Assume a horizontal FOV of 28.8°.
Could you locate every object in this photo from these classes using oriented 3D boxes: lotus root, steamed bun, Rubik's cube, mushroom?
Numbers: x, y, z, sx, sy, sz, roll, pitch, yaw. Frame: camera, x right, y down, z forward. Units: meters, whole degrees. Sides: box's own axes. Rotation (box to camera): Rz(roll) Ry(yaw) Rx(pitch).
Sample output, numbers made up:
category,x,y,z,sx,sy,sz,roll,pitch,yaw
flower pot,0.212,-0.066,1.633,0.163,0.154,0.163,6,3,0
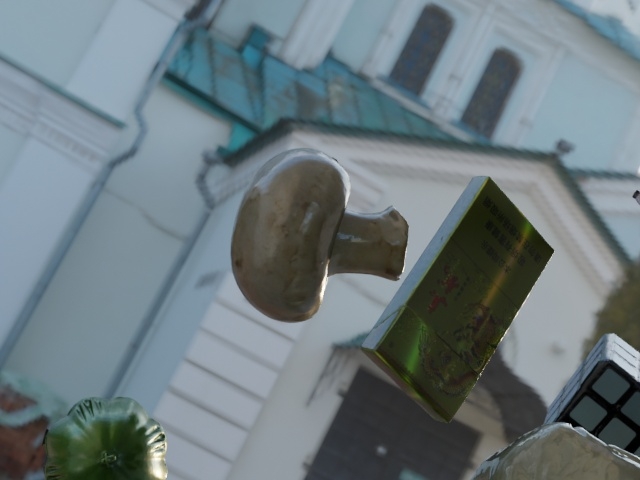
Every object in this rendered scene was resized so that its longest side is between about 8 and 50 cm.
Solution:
category,x,y,z,sx,sy,sz,roll,pitch,yaw
lotus root,-0.295,0.300,1.712,0.186,0.186,0.186,26,-12,6
steamed bun,0.314,0.395,1.458,0.343,0.255,0.367,16,-32,4
Rubik's cube,0.425,0.253,1.788,0.163,0.162,0.160,38,18,6
mushroom,0.000,0.000,2.070,0.290,0.297,0.297,12,-13,2

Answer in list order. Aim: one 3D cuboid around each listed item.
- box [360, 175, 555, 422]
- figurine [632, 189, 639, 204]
category,x,y,z,sx,sy,sz,roll,pitch,yaw
box,0.199,0.081,1.754,0.173,0.311,0.043,45,-22,-25
figurine,0.545,-0.030,1.606,0.257,0.182,0.144,22,9,-32
